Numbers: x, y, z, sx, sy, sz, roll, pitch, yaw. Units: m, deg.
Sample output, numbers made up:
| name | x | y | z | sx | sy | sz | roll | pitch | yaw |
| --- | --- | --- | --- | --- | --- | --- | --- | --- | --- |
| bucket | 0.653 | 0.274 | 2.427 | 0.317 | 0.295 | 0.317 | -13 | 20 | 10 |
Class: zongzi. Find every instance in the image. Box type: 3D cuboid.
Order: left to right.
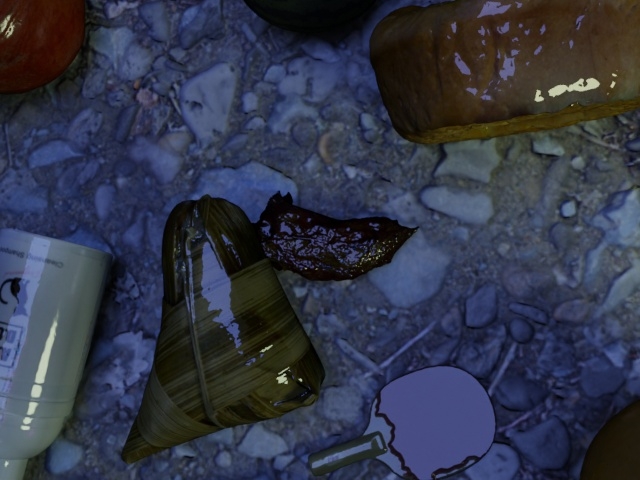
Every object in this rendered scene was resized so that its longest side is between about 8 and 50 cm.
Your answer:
| name | x | y | z | sx | sy | sz | roll | pitch | yaw |
| --- | --- | --- | --- | --- | --- | --- | --- | --- | --- |
| zongzi | -0.172 | 0.116 | 0.832 | 0.288 | 0.134 | 0.286 | -25 | 89 | 14 |

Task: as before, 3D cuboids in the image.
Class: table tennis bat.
| name | x | y | z | sx | sy | sz | roll | pitch | yaw |
| --- | --- | --- | --- | --- | --- | --- | --- | --- | --- |
| table tennis bat | 0.098 | 0.236 | 0.828 | 0.234 | 0.022 | 0.131 | -22 | 78 | 5 |

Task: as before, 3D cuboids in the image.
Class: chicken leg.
| name | x | y | z | sx | sy | sz | roll | pitch | yaw |
| --- | --- | --- | --- | --- | --- | --- | --- | --- | --- |
| chicken leg | 0.000 | 0.000 | 0.866 | 0.234 | 0.063 | 0.105 | 13 | 88 | 11 |

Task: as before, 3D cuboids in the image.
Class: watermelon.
| name | x | y | z | sx | sy | sz | roll | pitch | yaw |
| --- | --- | --- | --- | --- | --- | --- | --- | --- | --- |
| watermelon | -0.016 | -0.367 | 0.859 | 0.212 | 0.212 | 0.212 | -2 | 80 | 11 |

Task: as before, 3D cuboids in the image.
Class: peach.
| name | x | y | z | sx | sy | sz | roll | pitch | yaw |
| --- | --- | --- | --- | --- | --- | --- | --- | --- | --- |
| peach | -0.452 | -0.297 | 0.920 | 0.232 | 0.232 | 0.256 | 15 | 73 | 13 |

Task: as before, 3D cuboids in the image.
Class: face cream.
| name | x | y | z | sx | sy | sz | roll | pitch | yaw |
| --- | --- | --- | --- | --- | --- | --- | --- | --- | --- |
| face cream | -0.379 | 0.178 | 0.863 | 0.145 | 0.145 | 0.369 | 10 | 82 | 12 |

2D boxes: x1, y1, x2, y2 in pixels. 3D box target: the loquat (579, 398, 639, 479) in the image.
| name | x | y | z | sx | sy | sz | roll | pitch | yaw |
| --- | --- | --- | --- | --- | --- | --- | --- | --- | --- |
| loquat | 0.374 | 0.273 | 0.651 | 0.263 | 0.263 | 0.263 | -2 | 80 | 11 |

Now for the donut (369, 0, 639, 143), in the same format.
| name | x | y | z | sx | sy | sz | roll | pitch | yaw |
| --- | --- | --- | --- | --- | --- | --- | --- | --- | --- |
| donut | 0.215 | -0.197 | 0.749 | 0.317 | 0.299 | 0.150 | -5 | 93 | 34 |
